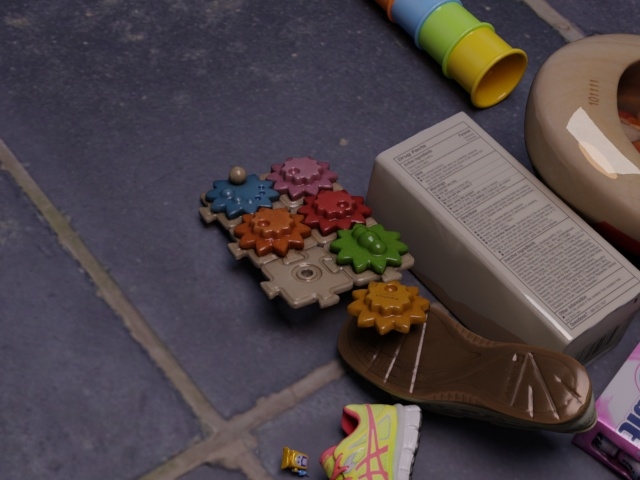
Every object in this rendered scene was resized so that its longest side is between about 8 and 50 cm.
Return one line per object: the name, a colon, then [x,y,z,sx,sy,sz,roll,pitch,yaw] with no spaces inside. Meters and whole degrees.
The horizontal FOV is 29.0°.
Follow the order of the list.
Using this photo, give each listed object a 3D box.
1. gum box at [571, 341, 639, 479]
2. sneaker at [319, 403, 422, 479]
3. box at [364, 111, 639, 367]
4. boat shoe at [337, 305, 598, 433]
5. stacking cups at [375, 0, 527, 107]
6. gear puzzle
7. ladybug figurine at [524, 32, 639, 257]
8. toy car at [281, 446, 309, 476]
gum box: [0.363,0.179,1.334,0.107,0.062,0.188,34,54,18]
sneaker: [0.041,0.243,1.218,0.094,0.081,0.208,13,39,1]
box: [0.202,0.010,1.404,0.148,0.121,0.311,-28,61,-28]
boat shoe: [0.149,0.143,1.298,0.285,0.089,0.104,18,71,30]
stacking cups: [0.147,-0.311,1.685,0.096,0.096,0.316,-23,55,-26]
gear puzzle: [0.000,0.000,1.369,0.175,0.044,0.339,-18,41,-23]
ladybug figurine: [0.435,-0.083,1.467,0.449,0.162,0.305,18,54,-12]
toy car: [-0.003,0.255,1.212,0.041,0.060,0.122,22,50,-35]
